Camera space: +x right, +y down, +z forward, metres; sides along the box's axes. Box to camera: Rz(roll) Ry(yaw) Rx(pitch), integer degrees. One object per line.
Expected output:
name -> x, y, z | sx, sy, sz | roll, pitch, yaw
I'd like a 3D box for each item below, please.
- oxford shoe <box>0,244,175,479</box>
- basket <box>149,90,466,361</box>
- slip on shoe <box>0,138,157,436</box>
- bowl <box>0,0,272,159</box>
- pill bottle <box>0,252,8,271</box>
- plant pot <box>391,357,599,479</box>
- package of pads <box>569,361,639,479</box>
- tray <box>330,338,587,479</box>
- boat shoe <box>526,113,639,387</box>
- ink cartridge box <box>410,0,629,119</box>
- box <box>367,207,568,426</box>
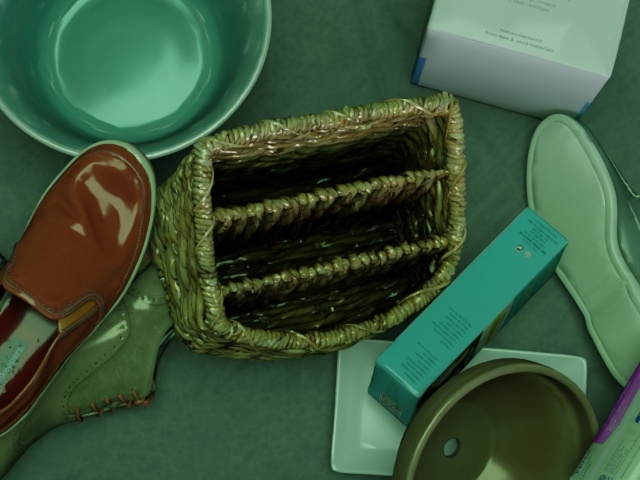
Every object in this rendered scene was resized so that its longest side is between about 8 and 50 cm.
oxford shoe -> -0.240, 0.142, 1.633 | 0.130, 0.123, 0.348 | 41, 80, 3
basket -> 0.000, 0.000, 1.580 | 0.299, 0.223, 0.213 | -10, 78, -25
slip on shoe -> -0.265, 0.048, 1.527 | 0.123, 0.101, 0.331 | 33, 83, 2
bowl -> -0.207, -0.215, 1.681 | 0.311, 0.163, 0.311 | 0, 79, -2
pill bottle -> -0.404, 0.047, 1.643 | 0.219, 0.123, 0.123 | 25, 79, 2
plant pot -> 0.158, 0.225, 1.586 | 0.237, 0.110, 0.237 | -8, 106, -29
package of pads -> 0.427, 0.227, 1.607 | 0.296, 0.101, 0.229 | 38, 79, -23
tray -> 0.149, 0.187, 1.687 | 0.270, 0.030, 0.145 | 5, 78, -2
boat shoe -> 0.322, 0.010, 1.710 | 0.099, 0.116, 0.319 | -8, 71, -41
ink cartridge box -> 0.231, -0.296, 1.699 | 0.197, 0.198, 0.270 | 15, 78, 1
box -> 0.155, 0.080, 1.647 | 0.060, 0.100, 0.244 | 41, 69, 14
